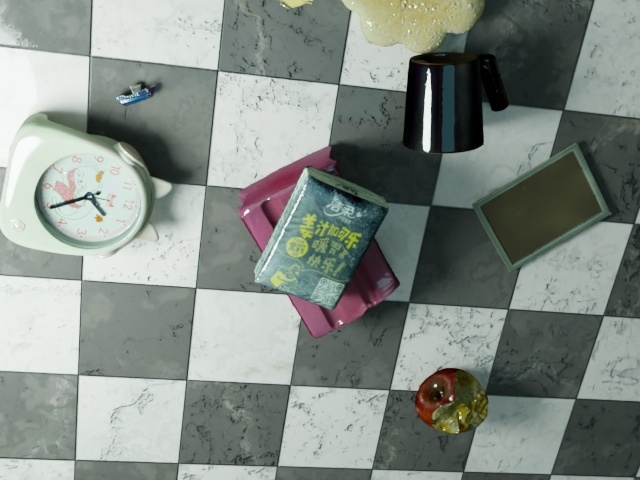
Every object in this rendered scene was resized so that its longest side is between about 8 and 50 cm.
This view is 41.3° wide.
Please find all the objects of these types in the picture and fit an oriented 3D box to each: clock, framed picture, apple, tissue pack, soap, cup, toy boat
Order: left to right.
[{"bbox_3d":[-0.474,-0.096,1.731,0.324,0.108,0.265,14,111,-16],"label":"clock"},{"bbox_3d":[-0.368,-0.294,1.694,0.083,0.038,0.038,-16,117,0],"label":"toy boat"},{"bbox_3d":[0.000,0.000,1.723,0.185,0.081,0.257,22,110,-16],"label":"tissue pack"},{"bbox_3d":[0.003,0.009,1.841,0.233,0.128,0.359,-26,116,6],"label":"soap"},{"bbox_3d":[0.269,-0.294,1.750,0.166,0.239,0.177,11,115,33],"label":"cup"},{"bbox_3d":[0.320,0.393,2.068,0.158,0.147,0.156,37,73,-32],"label":"apple"},{"bbox_3d":[0.504,-0.073,1.937,0.274,0.017,0.217,-29,116,6],"label":"framed picture"}]

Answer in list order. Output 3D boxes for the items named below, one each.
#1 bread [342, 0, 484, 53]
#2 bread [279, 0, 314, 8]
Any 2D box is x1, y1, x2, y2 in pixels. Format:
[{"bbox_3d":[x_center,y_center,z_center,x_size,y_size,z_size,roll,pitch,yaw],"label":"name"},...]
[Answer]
[{"bbox_3d":[0.184,-0.507,1.642,0.316,0.054,0.316,0,119,0],"label":"bread"},{"bbox_3d":[-0.069,-0.523,1.548,0.178,0.135,0.240,-33,119,27],"label":"bread"}]
